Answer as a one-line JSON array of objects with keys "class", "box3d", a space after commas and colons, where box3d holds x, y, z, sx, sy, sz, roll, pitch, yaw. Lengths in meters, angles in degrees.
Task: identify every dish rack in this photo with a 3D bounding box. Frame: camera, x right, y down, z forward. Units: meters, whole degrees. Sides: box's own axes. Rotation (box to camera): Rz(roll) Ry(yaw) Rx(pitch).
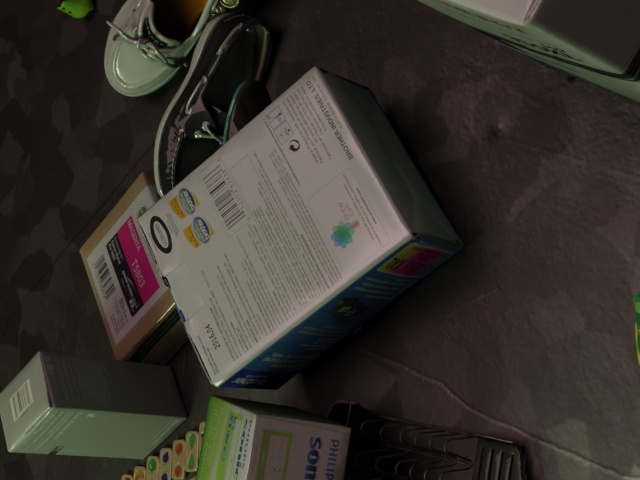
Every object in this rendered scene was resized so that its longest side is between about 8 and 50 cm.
[{"class": "dish rack", "box3d": [0.111, 0.306, 1.397, 0.271, 0.074, 0.208, 4, 83, 45]}]

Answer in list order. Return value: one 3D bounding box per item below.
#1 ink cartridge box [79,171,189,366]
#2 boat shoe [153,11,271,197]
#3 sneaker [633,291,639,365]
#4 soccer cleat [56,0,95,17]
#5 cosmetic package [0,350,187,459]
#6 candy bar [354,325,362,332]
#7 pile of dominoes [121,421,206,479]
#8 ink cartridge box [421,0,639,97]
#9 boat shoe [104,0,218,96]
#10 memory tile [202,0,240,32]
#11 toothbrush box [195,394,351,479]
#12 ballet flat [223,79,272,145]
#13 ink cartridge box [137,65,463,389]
[{"class": "ink cartridge box", "box3d": [-0.254, 0.045, 1.813, 0.193, 0.088, 0.234, -48, 50, 27]}, {"class": "boat shoe", "box3d": [-0.157, -0.191, 1.758, 0.091, 0.114, 0.302, 17, 93, 51]}, {"class": "sneaker", "box3d": [0.417, 0.036, 1.138, 0.295, 0.109, 0.123, -32, 63, 36]}, {"class": "soccer cleat", "box3d": [-0.446, -0.480, 2.144, 0.060, 0.072, 0.179, -29, 61, 37]}, {"class": "cosmetic package", "box3d": [-0.327, 0.241, 1.730, 0.127, 0.238, 0.107, -46, 49, 30]}, {"class": "candy bar", "box3d": [0.013, 0.067, 1.593, 0.161, 0.018, 0.040, 43, 110, 43]}, {"class": "pile of dominoes", "box3d": [-0.224, 0.391, 1.729, 0.251, 0.040, 0.196, -35, 57, 33]}, {"class": "ink cartridge box", "box3d": [0.244, -0.261, 1.180, 0.285, 0.395, 0.166, 32, 102, 44]}, {"class": "boat shoe", "box3d": [-0.237, -0.322, 1.803, 0.367, 0.136, 0.156, -40, 15, 38]}, {"class": "memory tile", "box3d": [-0.202, -0.375, 1.862, 0.148, 0.113, 0.012, -32, 21, 36]}, {"class": "toothbrush box", "box3d": [-0.071, 0.306, 1.459, 0.283, 0.122, 0.206, 174, 106, -73]}, {"class": "ballet flat", "box3d": [-0.095, -0.081, 1.692, 0.096, 0.095, 0.280, 23, 107, 29]}, {"class": "ink cartridge box", "box3d": [-0.057, 0.009, 1.527, 0.395, 0.151, 0.270, -38, 64, 21]}]
